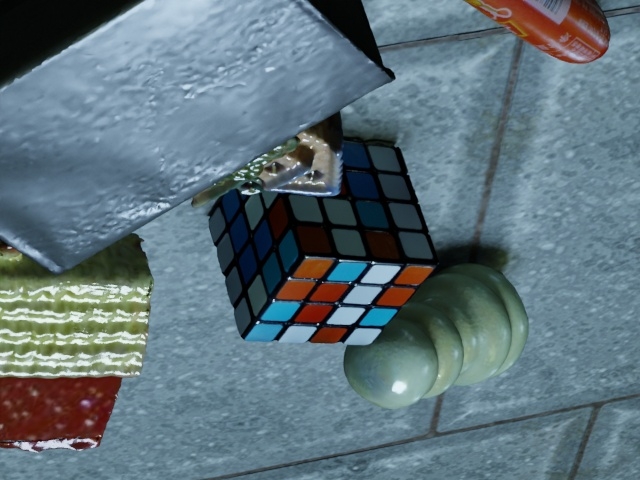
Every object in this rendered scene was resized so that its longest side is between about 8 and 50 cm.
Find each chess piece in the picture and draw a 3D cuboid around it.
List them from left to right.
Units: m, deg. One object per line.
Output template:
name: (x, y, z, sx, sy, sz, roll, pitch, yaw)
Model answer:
chess piece: (0.111, 0.113, 2.058, 0.133, 0.133, 0.243, -41, 169, 33)

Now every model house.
model house: (-0.279, 0.079, 1.896, 0.196, 0.160, 0.254, 2, 142, -26)
model house: (-0.064, -0.101, 1.731, 0.183, 0.166, 0.172, -23, 152, 30)

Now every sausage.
sausage: (0.183, -0.221, 1.738, 0.074, 0.074, 0.274, -35, 145, 26)

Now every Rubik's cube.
Rubik's cube: (0.000, 0.000, 1.908, 0.155, 0.154, 0.151, 4, 143, -29)

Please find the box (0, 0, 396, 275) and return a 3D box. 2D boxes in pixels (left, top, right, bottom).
box: (-0.160, -0.171, 1.529, 0.345, 0.204, 0.251, -28, 146, 17)
